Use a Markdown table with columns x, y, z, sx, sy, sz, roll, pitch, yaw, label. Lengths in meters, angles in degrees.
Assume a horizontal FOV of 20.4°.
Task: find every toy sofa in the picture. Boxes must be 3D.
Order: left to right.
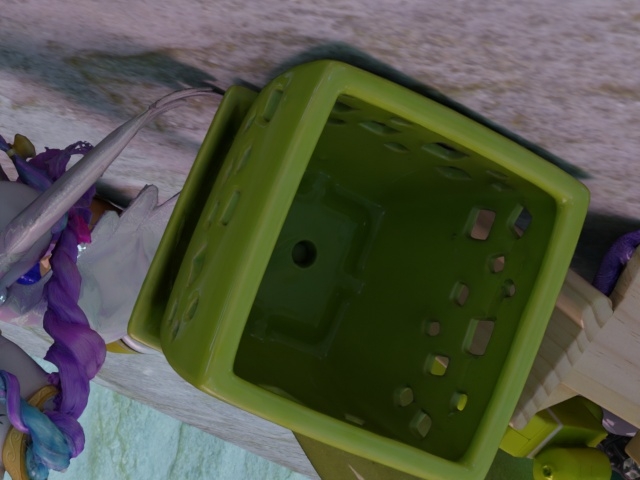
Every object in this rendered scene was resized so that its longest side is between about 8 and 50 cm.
| x | y | z | sx | sy | sz | roll | pitch | yaw | label |
| --- | --- | --- | --- | --- | --- | --- | --- | --- | --- |
| 0.253 | 0.093 | 1.404 | 0.362 | 0.177 | 0.150 | 30 | -171 | -42 | toy sofa |

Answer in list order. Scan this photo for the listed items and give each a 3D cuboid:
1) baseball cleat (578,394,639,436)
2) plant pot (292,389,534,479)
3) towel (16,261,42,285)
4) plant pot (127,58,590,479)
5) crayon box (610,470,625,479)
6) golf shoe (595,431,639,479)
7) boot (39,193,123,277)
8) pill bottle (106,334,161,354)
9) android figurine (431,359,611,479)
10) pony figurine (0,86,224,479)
| x | y | z | sx | sy | sz | roll | pitch | yaw | label |
| --- | --- | --- | --- | --- | --- | --- | --- | --- | --- |
| 0.349 | 0.160 | 1.713 | 0.206 | 0.072 | 0.109 | 18 | 155 | -15 | baseball cleat |
| 0.109 | 0.231 | 2.003 | 0.293 | 0.275 | 0.275 | 41 | 162 | -16 | plant pot |
| -0.347 | 0.017 | 2.056 | 0.228 | 0.076 | 0.308 | 32 | 164 | -21 | towel |
| 0.011 | 0.018 | 1.215 | 0.228 | 0.227 | 0.207 | 24 | 174 | -26 | plant pot |
| 0.481 | 0.335 | 2.218 | 0.203 | 0.083 | 0.323 | 20 | 169 | -3 | crayon box |
| 0.322 | 0.197 | 1.869 | 0.273 | 0.105 | 0.120 | 20 | -173 | 13 | golf shoe |
| -0.140 | 0.040 | 1.792 | 0.220 | 0.109 | 0.283 | 16 | 170 | 22 | boot |
| -0.232 | 0.087 | 2.169 | 0.103 | 0.103 | 0.184 | 25 | 167 | -24 | pill bottle |
| 0.156 | 0.121 | 1.560 | 0.248 | 0.056 | 0.273 | 50 | -163 | 24 | android figurine |
| -0.246 | 0.003 | 1.374 | 0.363 | 0.351 | 0.303 | 36 | 166 | 19 | pony figurine |
